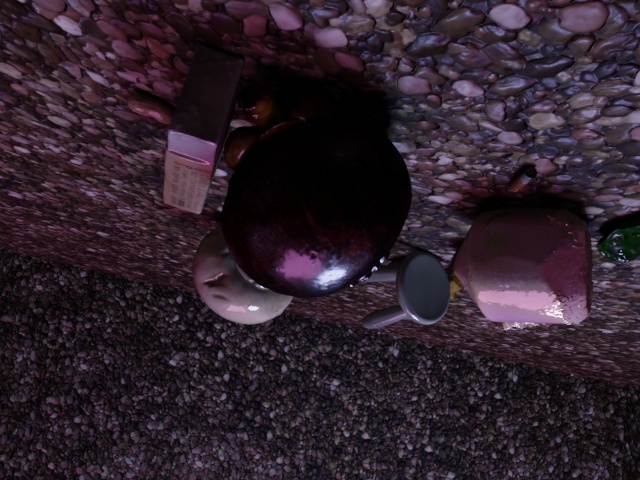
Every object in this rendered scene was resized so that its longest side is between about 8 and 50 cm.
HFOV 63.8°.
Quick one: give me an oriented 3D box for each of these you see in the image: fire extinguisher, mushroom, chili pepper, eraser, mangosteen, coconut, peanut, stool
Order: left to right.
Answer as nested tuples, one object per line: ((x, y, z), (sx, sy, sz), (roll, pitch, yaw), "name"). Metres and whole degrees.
((-0.278, -0.218, 0.854), (0.083, 0.037, 0.037), (25, 160, -33), "peanut")
((-0.195, -0.155, 0.820), (0.078, 0.144, 0.343), (17, 163, -13), "eraser")
((-0.177, 0.069, 1.432), (0.315, 0.314, 0.336), (20, 142, -27), "mushroom")
((-0.017, -0.060, 0.776), (0.293, 0.297, 0.297), (33, 165, 4), "mangosteen")
((0.222, 0.138, 1.421), (0.195, 0.195, 0.199), (-7, 175, -40), "stool")
((0.380, 0.046, 0.985), (0.245, 0.233, 0.233), (1, 161, 33), "coconut")
((0.334, -0.098, 0.854), (0.028, 0.022, 0.083), (-18, 166, -6), "fire extinguisher")
((0.581, -0.006, 0.924), (0.098, 0.060, 0.224), (18, 167, 2), "chili pepper")

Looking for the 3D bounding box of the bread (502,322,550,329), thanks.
((0.513, 0.065, 1.201), (0.184, 0.223, 0.211), (-3, -159, 27), "bread")

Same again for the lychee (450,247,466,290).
((0.374, 0.068, 1.252), (0.114, 0.114, 0.146), (4, 143, 27), "lychee")

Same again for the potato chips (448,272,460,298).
((0.408, 0.117, 1.492), (0.080, 0.057, 0.407), (15, 165, 3), "potato chips")
